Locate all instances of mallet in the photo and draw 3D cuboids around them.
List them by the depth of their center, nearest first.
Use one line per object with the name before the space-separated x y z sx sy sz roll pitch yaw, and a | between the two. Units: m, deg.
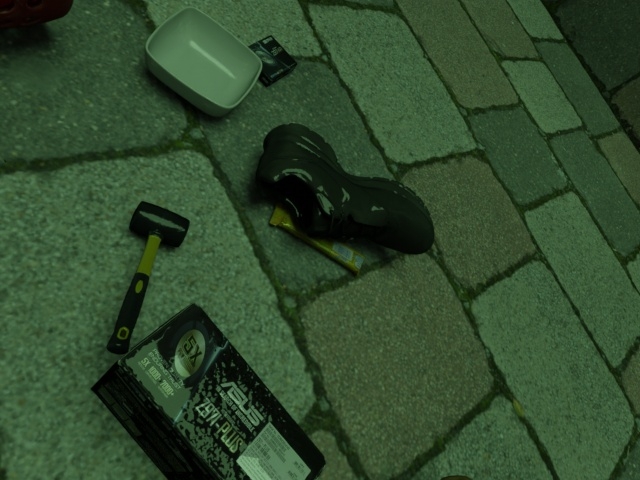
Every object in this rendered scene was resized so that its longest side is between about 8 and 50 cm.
mallet | -0.174 0.035 0.469 0.062 0.039 0.189 18 40 -28

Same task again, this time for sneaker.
sneaker | 0.032 -0.042 0.638 0.286 0.109 0.130 27 45 -10

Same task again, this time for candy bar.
candy bar | 0.000 0.000 0.653 0.161 0.018 0.040 32 50 -17

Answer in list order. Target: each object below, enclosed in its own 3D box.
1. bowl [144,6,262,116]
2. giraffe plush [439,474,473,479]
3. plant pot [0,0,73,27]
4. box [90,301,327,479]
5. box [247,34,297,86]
bowl | -0.167 -0.246 0.643 0.142 0.053 0.142 34 50 -16
giraffe plush | 0.139 0.382 0.464 0.181 0.210 0.170 -8 96 -6
plant pot | -0.375 -0.304 0.439 0.174 0.191 0.191 -38 91 -39
box | -0.106 0.164 0.406 0.180 0.147 0.077 50 49 -1
box | -0.086 -0.299 0.751 0.067 0.018 0.083 47 49 -6
